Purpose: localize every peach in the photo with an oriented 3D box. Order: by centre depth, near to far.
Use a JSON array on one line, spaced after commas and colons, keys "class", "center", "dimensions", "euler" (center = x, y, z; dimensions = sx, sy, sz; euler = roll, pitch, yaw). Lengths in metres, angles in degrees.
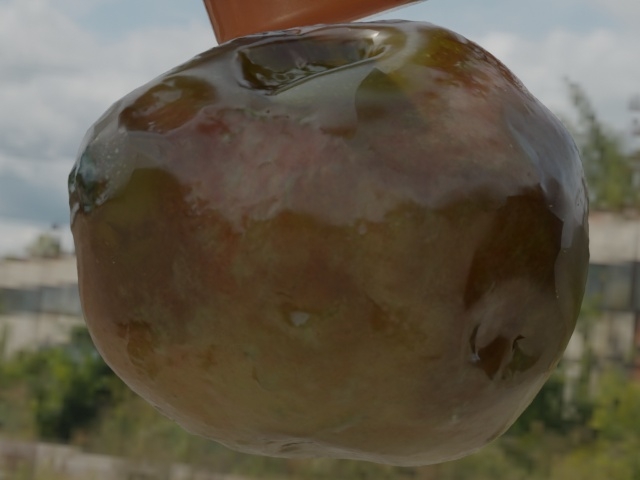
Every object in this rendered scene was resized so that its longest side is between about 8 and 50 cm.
[{"class": "peach", "center": [0.000, 0.000, 0.886], "dimensions": [0.235, 0.214, 0.214], "euler": [6, -5, -24]}]

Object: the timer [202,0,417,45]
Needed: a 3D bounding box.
[{"class": "timer", "center": [-0.027, -0.310, 1.801], "dimensions": [0.250, 0.257, 0.161], "euler": [-13, 13, 28]}]
